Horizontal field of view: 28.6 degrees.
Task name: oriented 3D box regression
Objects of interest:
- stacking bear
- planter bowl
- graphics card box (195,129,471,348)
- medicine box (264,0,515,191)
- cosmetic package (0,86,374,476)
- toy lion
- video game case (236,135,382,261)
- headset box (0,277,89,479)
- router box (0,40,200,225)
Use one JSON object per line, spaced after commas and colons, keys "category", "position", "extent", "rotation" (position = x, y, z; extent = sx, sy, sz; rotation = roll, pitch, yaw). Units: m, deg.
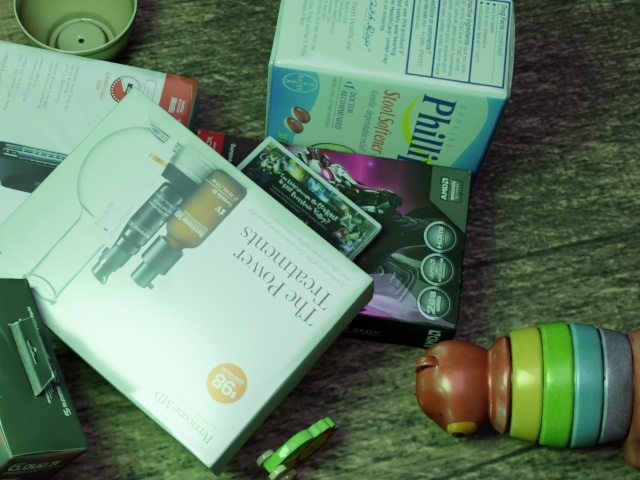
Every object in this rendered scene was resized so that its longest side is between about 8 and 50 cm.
{"category": "stacking bear", "position": [0.258, 0.180, 1.522], "extent": [0.289, 0.175, 0.164], "rotation": [1, 66, 4]}
{"category": "planter bowl", "position": [-0.329, -0.295, 1.715], "extent": [0.162, 0.109, 0.162], "rotation": [2, 65, -4]}
{"category": "graphics card box", "position": [0.000, 0.000, 1.613], "extent": [0.371, 0.094, 0.232], "rotation": [10, 65, -1]}
{"category": "medicine box", "position": [0.082, -0.197, 1.620], "extent": [0.289, 0.263, 0.149], "rotation": [9, 65, -1]}
{"category": "cosmetic package", "position": [-0.170, 0.044, 1.465], "extent": [0.377, 0.097, 0.284], "rotation": [38, 80, 12]}
{"category": "toy lion", "position": [-0.023, 0.246, 1.492], "extent": [0.096, 0.100, 0.034], "rotation": [-42, 72, -2]}
{"category": "video game case", "position": [-0.050, -0.015, 1.552], "extent": [0.190, 0.022, 0.173], "rotation": [39, 70, 13]}
{"category": "headset box", "position": [-0.393, 0.190, 1.380], "extent": [0.110, 0.293, 0.218], "rotation": [4, 54, -51]}
{"category": "router box", "position": [-0.336, -0.072, 1.606], "extent": [0.301, 0.082, 0.335], "rotation": [11, 70, 0]}
